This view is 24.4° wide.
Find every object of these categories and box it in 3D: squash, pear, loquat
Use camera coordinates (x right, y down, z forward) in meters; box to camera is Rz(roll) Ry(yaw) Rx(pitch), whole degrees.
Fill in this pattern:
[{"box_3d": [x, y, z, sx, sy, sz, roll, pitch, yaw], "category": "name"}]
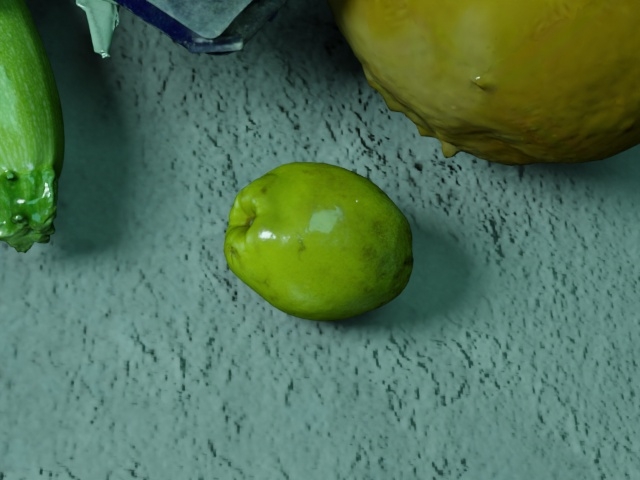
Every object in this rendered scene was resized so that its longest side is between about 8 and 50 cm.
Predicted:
[{"box_3d": [-0.255, -0.172, 0.983, 0.107, 0.107, 0.395, -12, 68, -27], "category": "squash"}, {"box_3d": [0.000, 0.000, 0.992, 0.131, 0.107, 0.107, 8, 59, -29], "category": "pear"}, {"box_3d": [0.159, -0.214, 1.052, 0.329, 0.328, 0.328, 10, 58, -17], "category": "loquat"}]

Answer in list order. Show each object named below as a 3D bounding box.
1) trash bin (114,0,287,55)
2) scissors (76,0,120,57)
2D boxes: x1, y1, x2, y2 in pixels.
[{"box_3d": [-0.068, -0.262, 0.986, 0.163, 0.184, 0.234, 33, 35, -24], "category": "trash bin"}, {"box_3d": [-0.172, -0.270, 1.049, 0.256, 0.029, 0.383, 29, 42, -23], "category": "scissors"}]
